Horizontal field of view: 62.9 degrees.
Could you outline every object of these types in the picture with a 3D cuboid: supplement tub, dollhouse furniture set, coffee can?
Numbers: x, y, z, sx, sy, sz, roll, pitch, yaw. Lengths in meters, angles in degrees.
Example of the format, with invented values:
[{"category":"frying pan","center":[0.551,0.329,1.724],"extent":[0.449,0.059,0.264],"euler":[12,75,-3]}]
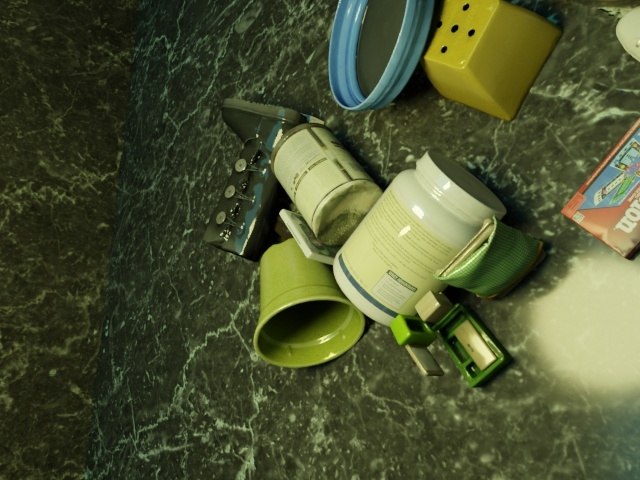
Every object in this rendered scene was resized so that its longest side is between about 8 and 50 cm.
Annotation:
[{"category":"supplement tub","center":[0.202,0.000,1.101],"extent":[0.325,0.235,0.235],"euler":[-53,48,25]},{"category":"dollhouse furniture set","center":[0.311,0.127,0.989],"extent":[0.301,0.197,0.151],"euler":[-52,47,24]},{"category":"coffee can","center":[0.013,-0.150,1.366],"extent":[0.201,0.201,0.275],"euler":[-53,48,23]}]

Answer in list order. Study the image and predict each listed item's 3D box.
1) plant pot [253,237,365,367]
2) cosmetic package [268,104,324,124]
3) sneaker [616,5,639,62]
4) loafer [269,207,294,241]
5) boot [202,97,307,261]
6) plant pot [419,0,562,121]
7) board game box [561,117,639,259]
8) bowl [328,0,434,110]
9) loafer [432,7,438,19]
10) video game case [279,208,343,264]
[{"category":"plant pot","center":[-0.052,0.141,1.341],"extent":[0.276,0.276,0.254],"euler":[-47,39,27]},{"category":"cosmetic package","center":[-0.096,-0.354,1.636],"extent":[0.239,0.060,0.099],"euler":[28,101,46]},{"category":"sneaker","center":[0.604,-0.328,0.860],"extent":[0.106,0.123,0.290],"euler":[-55,46,24]},{"category":"loafer","center":[-0.139,-0.051,1.585],"extent":[0.220,0.080,0.078],"euler":[35,105,45]},{"category":"boot","center":[-0.247,-0.192,1.593],"extent":[0.367,0.146,0.445],"euler":[21,95,48]},{"category":"plant pot","center":[0.333,-0.410,1.113],"extent":[0.212,0.187,0.212],"euler":[40,109,44]},{"category":"board game box","center":[0.571,-0.120,0.909],"extent":[0.281,0.027,0.145],"euler":[-57,48,19]},{"category":"bowl","center":[0.131,-0.492,1.204],"extent":[0.391,0.077,0.391],"euler":[-175,90,-68]},{"category":"loafer","center":[0.190,-0.576,1.345],"extent":[0.366,0.130,0.134],"euler":[32,103,45]},{"category":"video game case","center":[0.000,0.000,1.348],"extent":[0.022,0.190,0.173],"euler":[-51,49,20]}]
